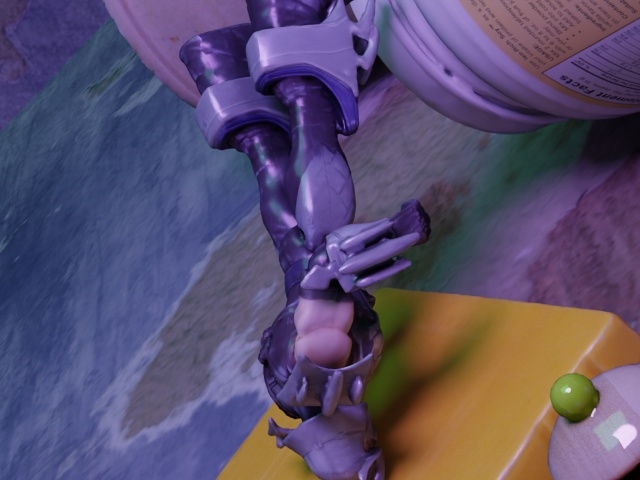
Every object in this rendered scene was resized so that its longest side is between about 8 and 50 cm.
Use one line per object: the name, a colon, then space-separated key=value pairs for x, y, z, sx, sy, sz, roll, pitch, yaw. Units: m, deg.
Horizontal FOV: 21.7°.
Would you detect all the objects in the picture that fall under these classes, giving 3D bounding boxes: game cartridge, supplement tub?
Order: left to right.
game cartridge: x=0.007 y=0.168 z=0.895 sx=0.323 sy=0.053 sz=0.285 roll=-52 pitch=20 yaw=-14
supplement tub: x=0.182 y=-0.206 z=0.894 sx=0.331 sy=0.241 sz=0.241 roll=-27 pitch=30 yaw=52

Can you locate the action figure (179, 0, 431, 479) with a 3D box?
action figure: x=0.000 y=0.000 z=0.884 sx=0.185 sy=0.099 sz=0.285 roll=131 pitch=133 yaw=-62

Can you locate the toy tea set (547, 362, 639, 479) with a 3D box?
toy tea set: x=0.056 y=0.186 z=0.641 sx=0.200 sy=0.124 sz=0.336 roll=-26 pitch=30 yaw=47

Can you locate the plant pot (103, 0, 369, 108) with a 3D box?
plant pot: x=0.026 y=-0.289 z=1.320 sx=0.305 sy=0.334 sz=0.333 roll=-18 pitch=36 yaw=37
